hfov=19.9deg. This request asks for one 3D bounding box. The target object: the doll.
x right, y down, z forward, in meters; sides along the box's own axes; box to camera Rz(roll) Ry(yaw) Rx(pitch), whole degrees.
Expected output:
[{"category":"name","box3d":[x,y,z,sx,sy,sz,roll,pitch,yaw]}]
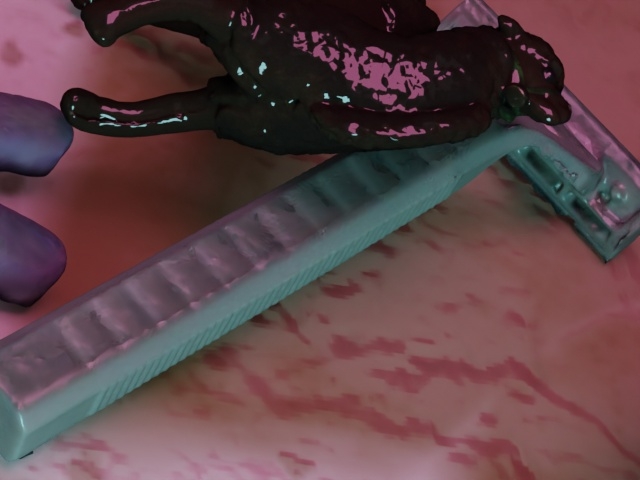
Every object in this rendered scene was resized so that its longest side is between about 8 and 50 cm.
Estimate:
[{"category":"doll","box3d":[-0.003,-0.066,0.593,0.165,0.057,0.139,6,28,-7]}]

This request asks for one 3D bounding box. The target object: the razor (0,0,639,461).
[{"category":"razor","box3d":[0.003,-0.006,0.591,0.278,0.056,0.111,-28,69,-42]}]

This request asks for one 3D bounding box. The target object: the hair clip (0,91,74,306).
[{"category":"hair clip","box3d":[-0.196,-0.045,0.494,0.278,0.090,0.137,11,52,-20]}]
